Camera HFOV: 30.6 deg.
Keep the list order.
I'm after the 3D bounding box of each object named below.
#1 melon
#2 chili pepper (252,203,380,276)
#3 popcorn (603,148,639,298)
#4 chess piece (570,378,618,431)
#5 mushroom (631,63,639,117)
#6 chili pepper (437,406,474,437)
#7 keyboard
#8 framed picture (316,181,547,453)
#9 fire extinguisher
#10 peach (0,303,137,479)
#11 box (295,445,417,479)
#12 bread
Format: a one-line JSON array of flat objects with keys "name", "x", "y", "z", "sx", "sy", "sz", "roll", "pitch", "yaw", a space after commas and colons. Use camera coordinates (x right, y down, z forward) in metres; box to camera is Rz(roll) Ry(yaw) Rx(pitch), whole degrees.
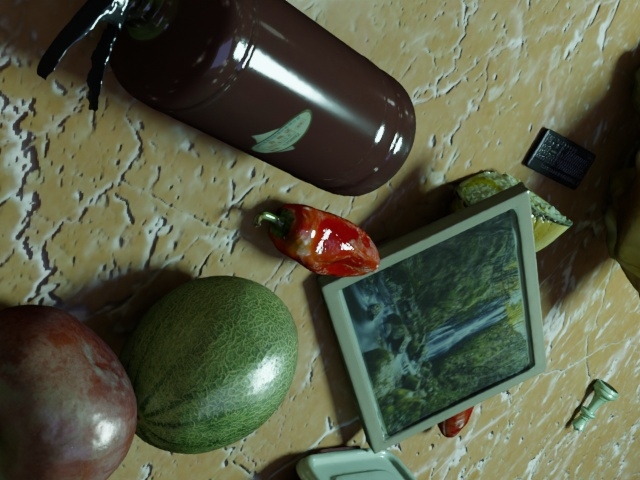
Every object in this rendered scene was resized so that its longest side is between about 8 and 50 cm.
[{"name": "melon", "x": -0.090, "y": 0.101, "z": 0.987, "sx": 0.192, "sy": 0.139, "sz": 0.139, "roll": -37, "pitch": 145, "yaw": -47}, {"name": "chili pepper", "x": 0.000, "y": -0.001, "z": 1.083, "sx": 0.059, "sy": 0.050, "sz": 0.191, "roll": -49, "pitch": 142, "yaw": 13}, {"name": "popcorn", "x": 0.548, "y": -0.020, "z": 1.490, "sx": 0.390, "sy": 0.354, "sz": 0.344, "roll": -40, "pitch": 136, "yaw": -24}, {"name": "chess piece", "x": 0.437, "y": 0.271, "z": 1.891, "sx": 0.093, "sy": 0.042, "sz": 0.042, "roll": -54, "pitch": 148, "yaw": 12}, {"name": "mushroom", "x": 0.492, "y": -0.265, "z": 1.438, "sx": 0.312, "sy": 0.081, "sz": 0.100, "roll": -48, "pitch": 165, "yaw": -13}, {"name": "chili pepper", "x": 0.168, "y": 0.197, "z": 1.469, "sx": 0.088, "sy": 0.065, "sz": 0.168, "roll": -35, "pitch": 146, "yaw": -25}, {"name": "keyboard", "x": 0.289, "y": -0.095, "z": 1.400, "sx": 0.155, "sy": 0.010, "sz": 0.053, "roll": 14, "pitch": 109, "yaw": -55}, {"name": "framed picture", "x": 0.133, "y": 0.096, "z": 1.283, "sx": 0.241, "sy": 0.020, "sz": 0.324, "roll": -24, "pitch": 137, "yaw": -8}, {"name": "fire extinguisher", "x": -0.057, "y": -0.117, "z": 0.851, "sx": 0.337, "sy": 0.114, "sz": 0.135, "roll": 24, "pitch": 89, "yaw": -56}, {"name": "peach", "x": -0.212, "y": 0.121, "z": 0.874, "sx": 0.152, "sy": 0.152, "sz": 0.152, "roll": -32, "pitch": 141, "yaw": -31}, {"name": "box", "x": 0.062, "y": 0.388, "z": 1.313, "sx": 0.193, "sy": 0.294, "sz": 0.167, "roll": 10, "pitch": 122, "yaw": -54}, {"name": "bread", "x": 0.202, "y": -0.019, "z": 1.292, "sx": 0.157, "sy": 0.083, "sz": 0.094, "roll": -8, "pitch": 129, "yaw": -30}]
